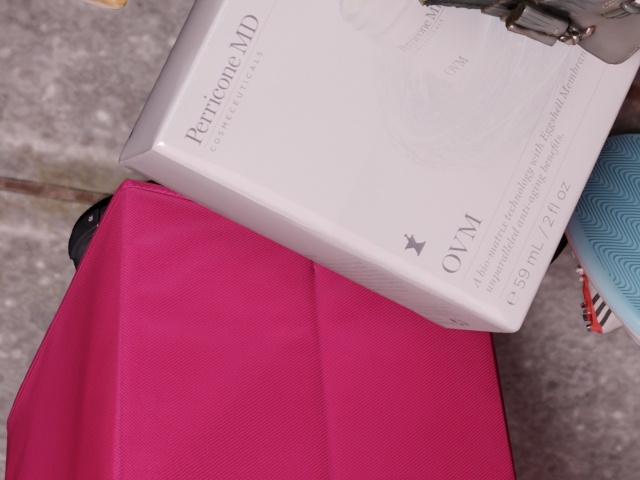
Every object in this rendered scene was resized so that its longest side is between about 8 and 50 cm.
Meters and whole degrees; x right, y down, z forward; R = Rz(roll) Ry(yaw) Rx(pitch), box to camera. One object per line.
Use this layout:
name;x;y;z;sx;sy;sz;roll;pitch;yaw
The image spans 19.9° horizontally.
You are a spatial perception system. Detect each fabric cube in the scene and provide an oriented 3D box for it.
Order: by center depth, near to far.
fabric cube;-0.044;0.162;1.119;0.259;0.258;0.254;14;131;-19

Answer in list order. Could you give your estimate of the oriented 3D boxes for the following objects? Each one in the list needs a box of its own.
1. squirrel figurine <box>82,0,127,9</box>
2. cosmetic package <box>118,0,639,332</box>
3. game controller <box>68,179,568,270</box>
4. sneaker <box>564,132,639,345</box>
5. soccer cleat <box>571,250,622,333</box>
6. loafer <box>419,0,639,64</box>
squirrel figurine;-0.278;-0.162;0.924;0.371;0.397;0.281;-9;111;-6
cosmetic package;0.041;-0.096;1.022;0.225;0.138;0.224;26;83;-11
game controller;0.000;0.000;1.192;0.319;0.067;0.166;-20;132;15
sneaker;0.277;0.075;1.176;0.127;0.208;0.319;-44;74;-9
soccer cleat;0.187;0.025;1.205;0.036;0.029;0.083;-13;122;1
loafer;0.174;-0.127;0.939;0.268;0.096;0.084;-5;90;-19
